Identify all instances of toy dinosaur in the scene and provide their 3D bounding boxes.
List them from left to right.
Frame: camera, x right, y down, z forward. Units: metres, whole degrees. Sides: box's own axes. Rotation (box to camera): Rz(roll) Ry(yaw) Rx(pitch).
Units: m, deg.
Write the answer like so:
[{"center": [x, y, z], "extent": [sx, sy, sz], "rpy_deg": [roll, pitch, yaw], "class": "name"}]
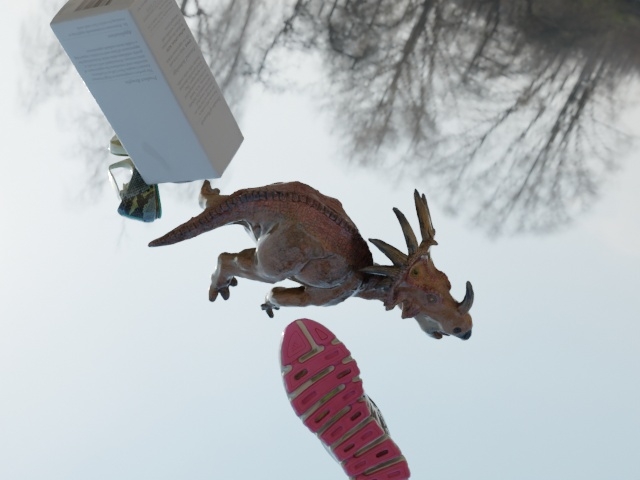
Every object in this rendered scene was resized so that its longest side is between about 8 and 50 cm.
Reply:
[{"center": [0.000, 0.000, 0.799], "extent": [0.295, 0.127, 0.200], "rpy_deg": [23, 158, -37], "class": "toy dinosaur"}]

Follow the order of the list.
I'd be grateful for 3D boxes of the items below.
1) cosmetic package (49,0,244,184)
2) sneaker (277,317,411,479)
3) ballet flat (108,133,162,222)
[{"center": [-0.192, -0.178, 0.986], "extent": [0.117, 0.231, 0.086], "rpy_deg": [-1, -136, 28], "class": "cosmetic package"}, {"center": [0.013, 0.137, 0.711], "extent": [0.170, 0.063, 0.075], "rpy_deg": [58, 172, -12], "class": "sneaker"}, {"center": [-0.243, -0.107, 1.112], "extent": [0.070, 0.070, 0.189], "rpy_deg": [11, -130, -31], "class": "ballet flat"}]
